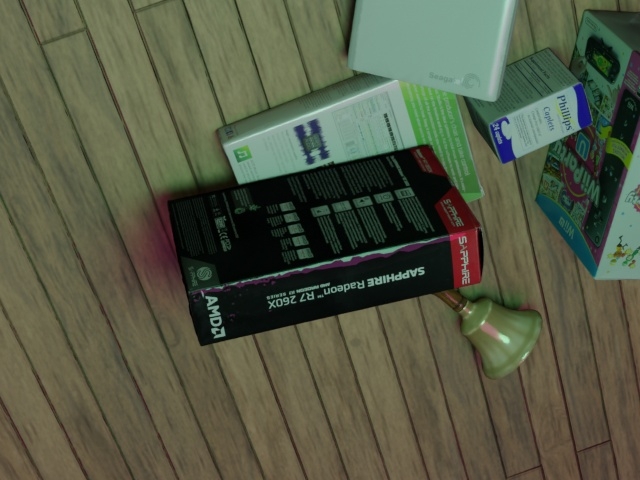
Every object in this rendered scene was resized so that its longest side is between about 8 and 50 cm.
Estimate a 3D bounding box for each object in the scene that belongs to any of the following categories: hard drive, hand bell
[{"bbox_3d":[0.152,-0.342,1.727,0.203,0.040,0.307,15,117,13],"label":"hard drive"},{"bbox_3d":[0.198,0.089,2.050,0.242,0.126,0.126,36,107,-17],"label":"hand bell"}]

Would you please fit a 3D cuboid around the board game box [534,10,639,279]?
[{"bbox_3d":[0.408,-0.130,1.880,0.097,0.224,0.303,0,120,-17],"label":"board game box"}]

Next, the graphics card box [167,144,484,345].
[{"bbox_3d":[0.000,0.000,1.778,0.371,0.233,0.094,-12,124,-8],"label":"graphics card box"}]

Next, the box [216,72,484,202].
[{"bbox_3d":[0.046,-0.105,1.899,0.322,0.058,0.232,-20,124,-1],"label":"box"}]

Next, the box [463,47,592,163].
[{"bbox_3d":[0.278,-0.183,1.871,0.137,0.126,0.072,-24,123,1],"label":"box"}]
